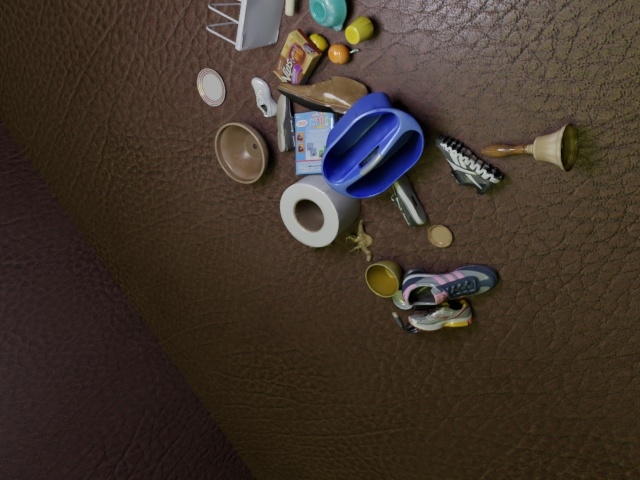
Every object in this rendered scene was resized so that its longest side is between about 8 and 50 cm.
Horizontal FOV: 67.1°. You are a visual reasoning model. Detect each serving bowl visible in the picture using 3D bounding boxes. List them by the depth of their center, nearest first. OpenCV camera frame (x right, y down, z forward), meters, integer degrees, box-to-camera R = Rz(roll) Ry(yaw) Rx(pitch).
[{"bbox_3d":[0.315,0.217,1.815,0.083,0.027,0.083,18,126,26],"label":"serving bowl"}]

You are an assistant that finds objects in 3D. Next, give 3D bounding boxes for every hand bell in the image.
[{"bbox_3d":[0.560,-0.253,1.330,0.242,0.126,0.126,9,122,45],"label":"hand bell"}]

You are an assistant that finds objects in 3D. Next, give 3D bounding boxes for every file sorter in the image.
[{"bbox_3d":[-0.231,-0.771,1.501,0.173,0.193,0.277,33,130,18],"label":"file sorter"}]

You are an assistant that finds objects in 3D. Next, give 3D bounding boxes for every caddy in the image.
[{"bbox_3d":[0.153,-0.276,1.466,0.241,0.179,0.341,29,129,-24],"label":"caddy"}]

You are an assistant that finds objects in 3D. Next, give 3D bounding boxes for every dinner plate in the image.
[{"bbox_3d":[-0.418,-0.589,1.856,0.141,0.017,0.141,16,124,26],"label":"dinner plate"}]

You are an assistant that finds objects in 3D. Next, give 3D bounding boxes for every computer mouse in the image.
[{"bbox_3d":[0.338,0.216,1.753,0.184,0.060,0.262,-24,110,15],"label":"computer mouse"}]

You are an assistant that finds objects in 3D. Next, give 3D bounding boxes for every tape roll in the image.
[{"bbox_3d":[0.000,-0.120,1.739,0.246,0.169,0.246,17,124,26],"label":"tape roll"}]

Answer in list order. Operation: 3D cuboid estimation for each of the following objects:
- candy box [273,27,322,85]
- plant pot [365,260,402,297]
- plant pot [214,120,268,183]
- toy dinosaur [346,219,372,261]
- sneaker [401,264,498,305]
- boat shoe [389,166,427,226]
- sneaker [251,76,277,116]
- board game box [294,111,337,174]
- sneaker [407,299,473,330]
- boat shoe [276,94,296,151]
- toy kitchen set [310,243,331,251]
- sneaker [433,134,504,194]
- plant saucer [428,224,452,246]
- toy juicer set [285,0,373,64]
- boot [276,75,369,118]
[{"bbox_3d":[-0.078,-0.578,1.566,0.109,0.053,0.187,49,150,0],"label":"candy box"},{"bbox_3d":[0.245,0.126,1.760,0.134,0.095,0.134,19,125,30],"label":"plant pot"},{"bbox_3d":[-0.280,-0.345,1.842,0.237,0.110,0.237,17,125,26],"label":"plant pot"},{"bbox_3d":[0.146,-0.008,1.796,0.093,0.053,0.183,-5,122,20],"label":"toy dinosaur"},{"bbox_3d":[0.427,0.166,1.598,0.319,0.131,0.112,-12,110,20],"label":"sneaker"},{"bbox_3d":[0.272,-0.141,1.598,0.070,0.078,0.219,-20,106,40],"label":"boat shoe"},{"bbox_3d":[-0.205,-0.512,1.724,0.054,0.061,0.152,-23,100,43],"label":"sneaker"},{"bbox_3d":[-0.014,-0.336,1.662,0.160,0.039,0.211,3,97,34],"label":"board game box"},{"bbox_3d":[0.417,0.256,1.695,0.225,0.088,0.092,-9,105,0],"label":"sneaker"},{"bbox_3d":[-0.116,-0.421,1.728,0.075,0.065,0.206,-132,39,-55],"label":"boat shoe"},{"bbox_3d":[0.000,0.000,1.911,0.083,0.075,0.068,-8,73,4],"label":"toy kitchen set"},{"bbox_3d":[0.422,-0.219,1.445,0.234,0.078,0.106,38,129,8],"label":"sneaker"},{"bbox_3d":[0.404,-0.017,1.621,0.083,0.015,0.083,18,125,27],"label":"plant saucer"},{"bbox_3d":[0.006,-0.687,1.467,0.329,0.089,0.209,48,151,0],"label":"toy juicer set"},{"bbox_3d":[0.010,-0.475,1.553,0.305,0.112,0.115,18,95,11],"label":"boot"}]
